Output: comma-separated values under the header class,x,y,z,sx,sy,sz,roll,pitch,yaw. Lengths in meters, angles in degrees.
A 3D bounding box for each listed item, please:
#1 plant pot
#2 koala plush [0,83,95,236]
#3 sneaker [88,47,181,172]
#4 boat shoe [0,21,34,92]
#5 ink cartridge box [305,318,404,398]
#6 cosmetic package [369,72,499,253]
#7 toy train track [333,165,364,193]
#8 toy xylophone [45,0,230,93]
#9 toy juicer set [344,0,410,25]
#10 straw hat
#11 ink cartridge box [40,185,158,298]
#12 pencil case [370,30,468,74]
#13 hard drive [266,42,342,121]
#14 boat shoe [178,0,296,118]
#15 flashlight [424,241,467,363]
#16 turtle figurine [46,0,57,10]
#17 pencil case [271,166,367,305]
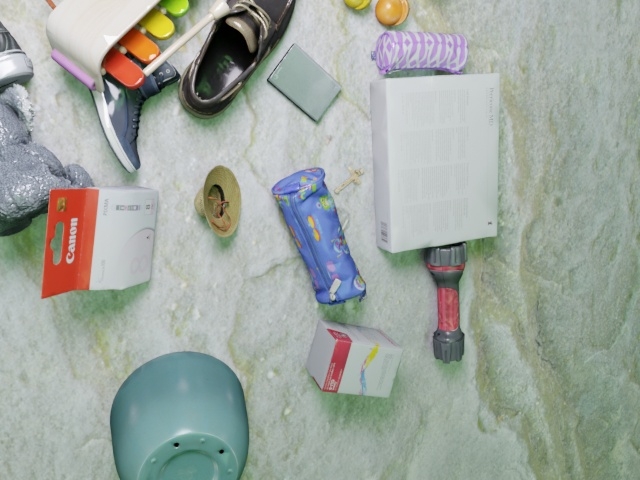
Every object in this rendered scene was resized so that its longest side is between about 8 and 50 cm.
class,x,y,z,sx,sy,sz,roll,pitch,yaw
plant pot,-0.277,0.410,1.034,0.292,0.235,0.294,-4,104,-18
koala plush,-0.527,-0.140,0.863,0.196,0.203,0.222,-26,97,-13
sneaker,-0.329,-0.251,0.950,0.163,0.086,0.227,-17,106,-12
boat shoe,-0.655,-0.262,0.831,0.335,0.121,0.119,-31,101,-21
ink cartridge box,0.078,0.274,1.185,0.176,0.128,0.128,12,98,-21
cosmetic package,0.265,-0.179,1.168,0.284,0.097,0.378,-7,104,-16
toy train track,0.066,-0.134,1.153,0.083,0.014,0.048,-39,111,-7
toy xylophone,-0.304,-0.385,0.870,0.322,0.081,0.236,-43,82,-12
toy juicer set,0.097,-0.587,1.032,0.329,0.089,0.209,38,101,-31
straw hat,-0.222,-0.078,1.036,0.061,0.144,0.145,-1,107,24
ink cartridge box,-0.384,0.000,0.918,0.066,0.232,0.189,11,100,10
pencil case,0.220,-0.406,1.107,0.205,0.086,0.088,-7,96,-18
hard drive,-0.033,-0.330,1.070,0.135,0.022,0.094,36,89,-22
boat shoe,-0.139,-0.385,0.962,0.132,0.130,0.356,29,91,-23
flashlight,0.311,0.150,1.254,0.103,0.103,0.305,-9,104,-18
turtle figurine,-0.451,-0.534,0.847,0.217,0.087,0.270,-37,131,-12
pencil case,0.000,0.000,1.098,0.119,0.133,0.306,-16,108,15
